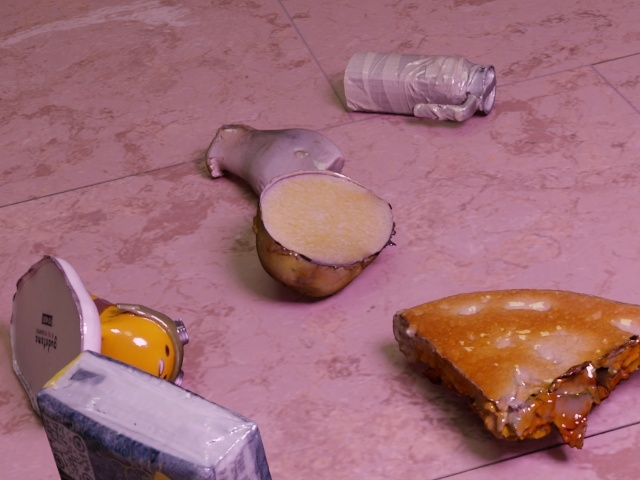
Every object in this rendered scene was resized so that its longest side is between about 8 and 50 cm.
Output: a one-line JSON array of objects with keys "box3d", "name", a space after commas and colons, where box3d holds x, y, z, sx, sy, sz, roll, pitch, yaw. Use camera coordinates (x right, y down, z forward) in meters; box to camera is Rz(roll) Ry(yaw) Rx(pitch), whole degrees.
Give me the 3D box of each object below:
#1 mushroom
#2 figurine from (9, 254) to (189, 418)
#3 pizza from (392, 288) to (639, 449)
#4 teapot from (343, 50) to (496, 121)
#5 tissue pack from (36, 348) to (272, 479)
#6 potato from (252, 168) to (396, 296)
[{"box3d": [-0.060, -0.104, 1.758, 0.116, 0.093, 0.225, -45, 48, -13], "name": "mushroom"}, {"box3d": [-0.230, 0.099, 1.467, 0.141, 0.166, 0.250, 1, 12, -28], "name": "figurine"}, {"box3d": [0.201, 0.127, 1.337, 0.289, 0.081, 0.229, 0, 27, 15], "name": "pizza"}, {"box3d": [0.132, -0.203, 1.877, 0.200, 0.077, 0.107, 6, 39, 22], "name": "teapot"}, {"box3d": [-0.118, 0.227, 1.100, 0.185, 0.257, 0.081, 19, 43, 34], "name": "tissue pack"}, {"box3d": [0.000, 0.000, 1.591, 0.164, 0.081, 0.200, 27, 36, 9], "name": "potato"}]
